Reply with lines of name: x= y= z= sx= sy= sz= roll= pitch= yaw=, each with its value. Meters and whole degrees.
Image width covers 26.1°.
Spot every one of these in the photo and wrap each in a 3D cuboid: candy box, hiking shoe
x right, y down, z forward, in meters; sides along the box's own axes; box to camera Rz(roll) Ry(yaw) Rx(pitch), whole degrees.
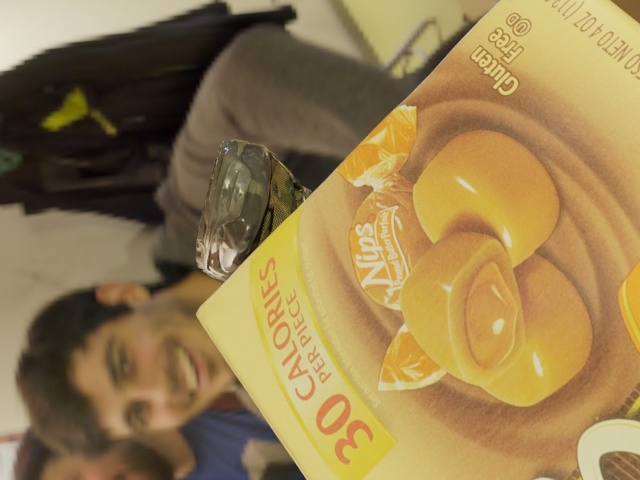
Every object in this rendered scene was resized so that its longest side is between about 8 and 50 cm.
candy box: x=0.114 y=0.073 z=0.422 sx=0.087 sy=0.183 sz=0.316 roll=33 pitch=-166 yaw=-52
hiking shoe: x=0.000 y=0.000 z=0.837 sx=0.227 sy=0.114 sz=0.086 roll=49 pitch=-129 yaw=-71
